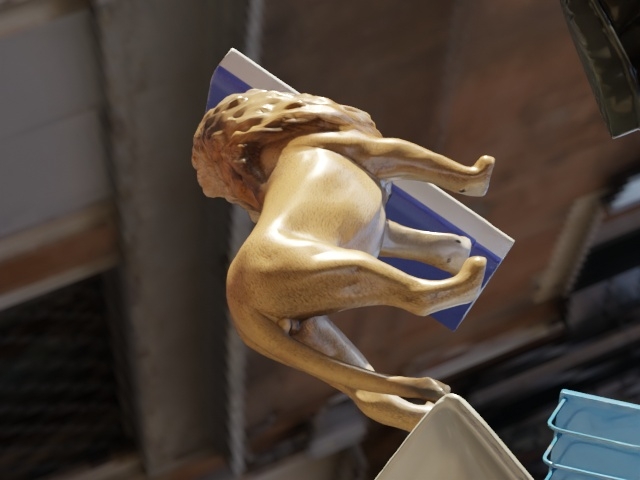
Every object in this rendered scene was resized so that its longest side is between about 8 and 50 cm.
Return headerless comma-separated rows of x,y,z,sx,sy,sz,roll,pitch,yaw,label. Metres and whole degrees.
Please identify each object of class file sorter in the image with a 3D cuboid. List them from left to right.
0.285,0.260,1.905,0.104,0.118,0.170,-36,134,-66,file sorter

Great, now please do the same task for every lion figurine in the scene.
0.000,0.000,1.401,0.392,0.240,0.142,-78,-178,-66,lion figurine

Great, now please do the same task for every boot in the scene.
0.367,-0.264,1.832,0.131,0.260,0.348,62,12,-56,boot

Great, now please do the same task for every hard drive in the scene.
0.026,-0.043,1.797,0.319,0.040,0.210,35,-21,5,hard drive

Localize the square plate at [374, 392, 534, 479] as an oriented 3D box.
0.088,0.321,1.001,0.344,0.049,0.347,48,-64,27,square plate
